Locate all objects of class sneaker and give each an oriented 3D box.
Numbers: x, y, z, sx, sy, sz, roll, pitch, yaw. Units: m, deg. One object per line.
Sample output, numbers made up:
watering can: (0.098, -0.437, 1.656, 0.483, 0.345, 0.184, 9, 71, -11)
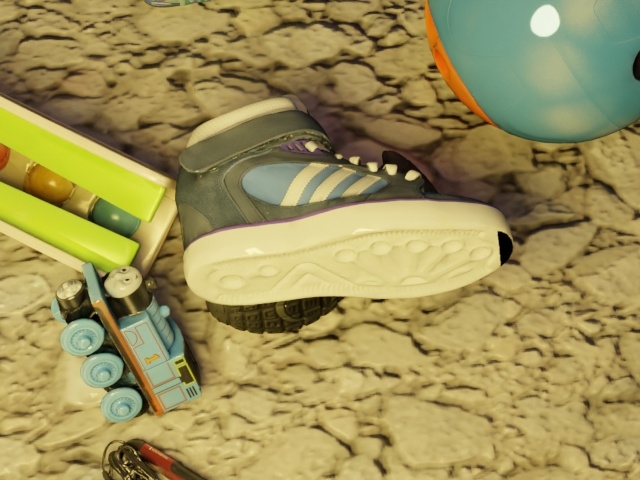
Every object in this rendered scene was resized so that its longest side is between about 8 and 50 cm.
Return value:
sneaker: (0.016, -0.066, 1.372, 0.322, 0.130, 0.236, -6, 54, 5)
sneaker: (0.000, 0.000, 1.466, 0.286, 0.109, 0.130, -24, 62, -21)

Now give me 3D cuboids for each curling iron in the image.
curling iron: (-0.096, 0.276, 1.372, 0.274, 0.035, 0.068, 27, 73, 7)

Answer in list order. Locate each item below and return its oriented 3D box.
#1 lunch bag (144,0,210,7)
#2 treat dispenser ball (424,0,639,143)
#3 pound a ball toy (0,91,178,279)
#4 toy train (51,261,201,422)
lunch bag: (-0.114, -0.365, 1.597, 0.218, 0.090, 0.176, -12, 70, -8)
treat dispenser ball: (0.254, -0.246, 1.473, 0.288, 0.288, 0.288, 2, 68, -4)
pound a ball toy: (-0.326, -0.037, 1.442, 0.319, 0.136, 0.208, 25, 90, 7)
toy train: (-0.190, 0.098, 1.364, 0.105, 0.184, 0.080, -25, 39, -4)
